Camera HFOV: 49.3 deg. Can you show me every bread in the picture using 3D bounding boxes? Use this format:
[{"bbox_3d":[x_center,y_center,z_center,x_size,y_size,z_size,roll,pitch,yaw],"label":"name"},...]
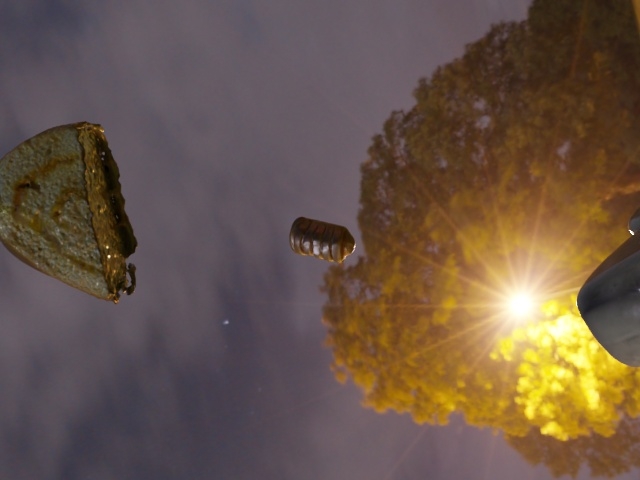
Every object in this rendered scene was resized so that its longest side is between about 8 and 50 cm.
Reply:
[{"bbox_3d":[0.000,0.000,0.862,0.033,0.088,0.049,15,-89,-61],"label":"bread"},{"bbox_3d":[-0.229,-0.017,0.604,0.103,0.110,0.156,-137,36,-85],"label":"bread"}]

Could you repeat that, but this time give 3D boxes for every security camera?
[{"bbox_3d":[0.297,-0.010,0.521,0.080,0.157,0.301,52,-137,5],"label":"security camera"}]
